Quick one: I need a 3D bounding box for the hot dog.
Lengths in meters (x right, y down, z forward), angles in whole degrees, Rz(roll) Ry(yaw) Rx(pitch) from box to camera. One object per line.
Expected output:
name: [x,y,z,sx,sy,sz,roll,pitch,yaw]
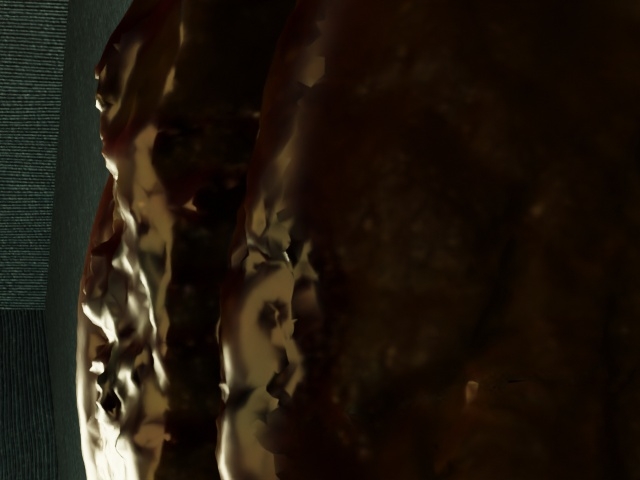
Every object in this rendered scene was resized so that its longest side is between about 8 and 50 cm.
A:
hot dog: [0.045,0.032,0.417,0.185,0.223,0.405,179,92,-78]
